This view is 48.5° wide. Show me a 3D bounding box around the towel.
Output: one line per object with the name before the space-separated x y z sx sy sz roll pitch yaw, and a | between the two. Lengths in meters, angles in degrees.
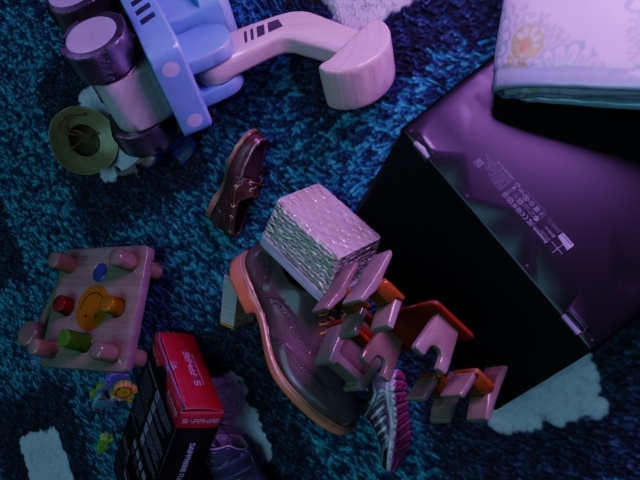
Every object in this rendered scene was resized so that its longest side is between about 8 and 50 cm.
towel | 0.401 -0.314 0.819 0.374 0.090 0.321 10 90 31

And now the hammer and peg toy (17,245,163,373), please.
hammer and peg toy | -0.502 0.132 1.468 0.361 0.127 0.266 -2 72 31

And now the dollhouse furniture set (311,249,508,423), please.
dollhouse furniture set | 0.110 0.137 1.047 0.262 0.135 0.259 44 147 -16

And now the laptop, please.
laptop | 0.288 -0.024 1.023 0.408 0.236 0.382 -39 76 4

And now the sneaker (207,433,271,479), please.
sneaker | -0.207 0.473 1.394 0.226 0.086 0.163 -28 92 18

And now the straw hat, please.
straw hat | -0.495 -0.211 1.490 0.061 0.144 0.145 -156 61 -73

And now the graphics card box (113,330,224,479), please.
graphics card box | -0.311 0.397 1.409 0.233 0.094 0.371 52 126 50

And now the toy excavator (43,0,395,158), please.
toy excavator | -0.160 -0.310 1.131 0.445 0.222 0.433 -27 53 -6

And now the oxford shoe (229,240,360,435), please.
oxford shoe | -0.023 0.153 1.205 0.132 0.130 0.364 -37 78 27

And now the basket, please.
basket | 0.000 0.000 1.147 0.167 0.113 0.103 42 136 25

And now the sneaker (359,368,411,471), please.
sneaker | 0.104 0.297 1.182 0.074 0.063 0.171 0 94 34

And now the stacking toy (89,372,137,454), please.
stacking toy | -0.458 0.324 1.527 0.221 0.052 0.167 -59 34 28

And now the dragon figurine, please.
dragon figurine | -0.294 -0.187 1.345 0.085 0.144 0.289 60 143 8

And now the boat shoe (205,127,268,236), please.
boat shoe | -0.136 -0.099 1.267 0.073 0.073 0.207 41 126 19

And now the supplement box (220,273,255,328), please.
supplement box | -0.150 0.107 1.318 0.036 0.062 0.098 17 109 32

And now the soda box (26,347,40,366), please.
soda box | -0.587 0.239 1.634 0.210 0.071 0.067 -14 91 35
